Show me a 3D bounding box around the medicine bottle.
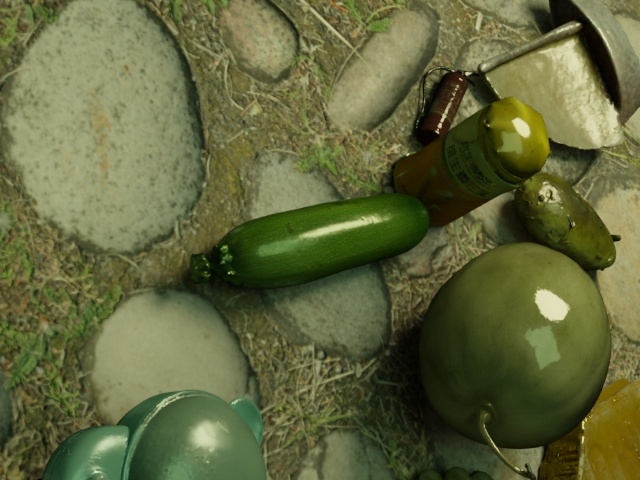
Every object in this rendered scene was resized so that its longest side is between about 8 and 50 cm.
[{"bbox_3d":[0.212,-0.107,1.402,0.124,0.239,0.124,11,68,-27],"label":"medicine bottle"}]

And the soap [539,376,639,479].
[{"bbox_3d":[0.426,0.319,1.497,0.257,0.080,0.160,-22,87,-36],"label":"soap"}]

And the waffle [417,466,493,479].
[{"bbox_3d":[0.198,0.458,1.319,0.292,0.056,0.309,39,59,-18],"label":"waffle"}]

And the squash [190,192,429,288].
[{"bbox_3d":[0.000,0.000,1.316,0.379,0.101,0.101,-11,81,-34],"label":"squash"}]

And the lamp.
[{"bbox_3d":[-0.168,0.268,1.087,0.284,0.147,0.209,3,76,-31],"label":"lamp"}]

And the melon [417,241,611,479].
[{"bbox_3d":[0.259,0.140,1.346,0.308,0.272,0.272,-21,87,-53],"label":"melon"}]

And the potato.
[{"bbox_3d":[0.388,-0.023,1.580,0.225,0.090,0.117,34,53,-27],"label":"potato"}]

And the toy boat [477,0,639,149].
[{"bbox_3d":[0.414,-0.266,1.681,0.276,0.111,0.293,47,68,-12],"label":"toy boat"}]

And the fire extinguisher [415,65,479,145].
[{"bbox_3d":[0.186,-0.216,1.542,0.078,0.045,0.157,28,61,-4],"label":"fire extinguisher"}]
